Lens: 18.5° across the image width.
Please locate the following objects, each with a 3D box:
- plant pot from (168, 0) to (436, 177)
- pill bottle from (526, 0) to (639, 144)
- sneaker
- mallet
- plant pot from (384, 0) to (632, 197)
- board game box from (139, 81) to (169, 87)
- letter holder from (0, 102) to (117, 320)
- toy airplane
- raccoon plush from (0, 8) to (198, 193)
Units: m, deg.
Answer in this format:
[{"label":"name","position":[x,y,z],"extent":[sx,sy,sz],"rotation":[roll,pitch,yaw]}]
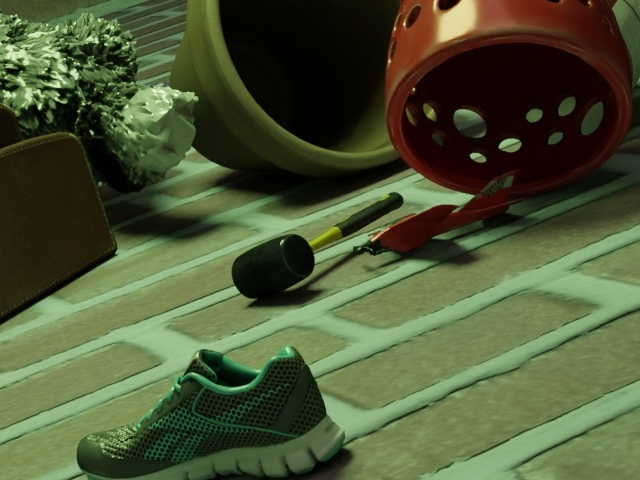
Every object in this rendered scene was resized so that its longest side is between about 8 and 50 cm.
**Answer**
[{"label":"plant pot","position":[-0.033,-0.166,1.879],"extent":[0.263,0.263,0.229],"rotation":[-24,-3,-30]},{"label":"pill bottle","position":[0.229,-0.166,1.765],"extent":[0.121,0.121,0.221],"rotation":[-11,15,19]},{"label":"sneaker","position":[-0.070,0.100,1.143],"extent":[0.166,0.076,0.065],"rotation":[-11,14,19]},{"label":"mallet","position":[0.000,0.000,1.540],"extent":[0.062,0.039,0.190],"rotation":[-24,3,34]},{"label":"plant pot","position":[0.144,-0.155,1.554],"extent":[0.191,0.191,0.174],"rotation":[-13,48,13]},{"label":"board game box","position":[-0.374,-0.098,2.279],"extent":[0.318,0.066,0.319],"rotation":[-1,20,46]},{"label":"letter holder","position":[-0.345,-0.031,1.672],"extent":[0.152,0.214,0.302],"rotation":[-6,16,34]},{"label":"toy airplane","position":[0.093,-0.016,1.512],"extent":[0.151,0.028,0.151],"rotation":[-23,0,0]},{"label":"raccoon plush","position":[-0.322,-0.175,1.877],"extent":[0.299,0.216,0.446],"rotation":[21,-18,-25]}]
